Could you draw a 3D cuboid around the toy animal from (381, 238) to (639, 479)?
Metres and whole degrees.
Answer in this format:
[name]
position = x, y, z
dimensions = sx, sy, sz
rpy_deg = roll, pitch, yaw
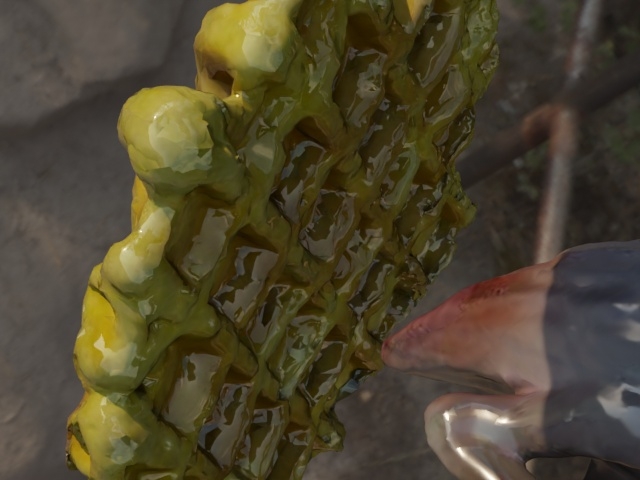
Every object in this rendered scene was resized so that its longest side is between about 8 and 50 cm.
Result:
[toy animal]
position = 0.146, 0.048, 0.374
dimensions = 0.195, 0.324, 0.090
rpy_deg = 61, 5, 36

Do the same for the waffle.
[waffle]
position = -0.003, -0.001, 0.532
dimensions = 0.060, 0.307, 0.312
rpy_deg = 25, 45, 21
